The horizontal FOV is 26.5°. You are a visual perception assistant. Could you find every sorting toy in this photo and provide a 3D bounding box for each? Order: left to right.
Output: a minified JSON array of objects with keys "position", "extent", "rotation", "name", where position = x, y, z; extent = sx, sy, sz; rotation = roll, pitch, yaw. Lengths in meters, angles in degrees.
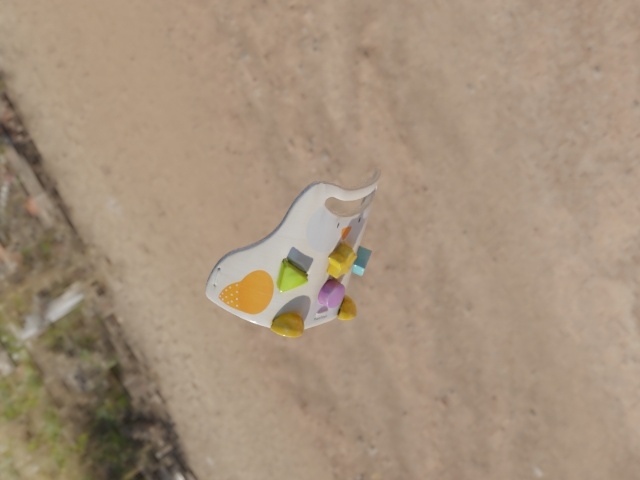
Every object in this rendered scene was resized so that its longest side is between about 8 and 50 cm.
[{"position":[0.000,0.000,0.622],"extent":[0.045,0.083,0.075],"rotation":[40,122,26],"name":"sorting toy"}]
